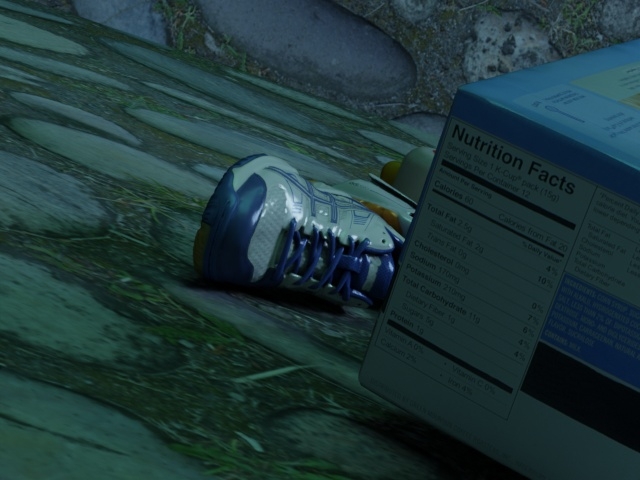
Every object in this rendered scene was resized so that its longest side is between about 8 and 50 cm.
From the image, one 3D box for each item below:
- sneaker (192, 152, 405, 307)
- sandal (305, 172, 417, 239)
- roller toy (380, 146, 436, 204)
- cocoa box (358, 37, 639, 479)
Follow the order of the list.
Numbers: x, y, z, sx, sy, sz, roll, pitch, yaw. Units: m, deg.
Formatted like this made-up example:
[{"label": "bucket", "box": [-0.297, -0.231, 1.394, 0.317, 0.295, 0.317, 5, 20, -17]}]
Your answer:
[{"label": "sneaker", "box": [0.000, 0.000, 1.491, 0.131, 0.112, 0.296, 25, 11, 21]}, {"label": "sandal", "box": [0.035, -0.025, 1.687, 0.265, 0.102, 0.076, 24, 44, 27]}, {"label": "roller toy", "box": [0.159, -0.014, 1.810, 0.191, 0.146, 0.209, 19, 9, -15]}, {"label": "cocoa box", "box": [0.228, 0.012, 1.226, 0.231, 0.228, 0.347, 27, 24, 23]}]
